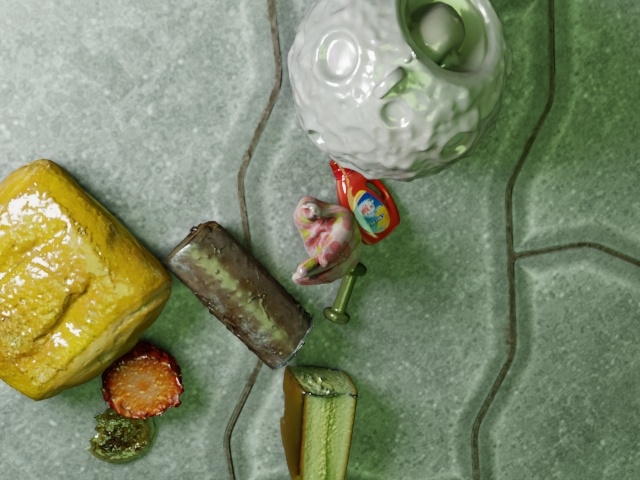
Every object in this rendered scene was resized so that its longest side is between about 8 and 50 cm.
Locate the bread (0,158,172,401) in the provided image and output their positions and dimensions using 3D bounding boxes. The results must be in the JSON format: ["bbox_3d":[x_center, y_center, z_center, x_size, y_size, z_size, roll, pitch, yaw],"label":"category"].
[{"bbox_3d":[-0.444,0.081,1.273,0.328,0.148,0.337,-41,101,2],"label":"bread"}]

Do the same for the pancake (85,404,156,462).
[{"bbox_3d":[-0.358,0.348,1.451,0.116,0.022,0.129,13,107,-15],"label":"pancake"}]

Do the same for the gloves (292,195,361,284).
[{"bbox_3d":[0.012,0.002,1.311,0.126,0.241,0.145,6,105,-13],"label":"gloves"}]

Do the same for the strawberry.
[{"bbox_3d":[-0.310,0.242,1.395,0.145,0.086,0.145,-3,104,-13],"label":"strawberry"}]

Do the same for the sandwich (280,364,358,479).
[{"bbox_3d":[-0.008,0.357,1.475,0.122,0.128,0.235,2,106,-16],"label":"sandwich"}]

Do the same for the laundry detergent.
[{"bbox_3d":[0.073,-0.079,1.403,0.097,0.049,0.165,-39,110,-21],"label":"laundry detergent"}]

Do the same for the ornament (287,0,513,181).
[{"bbox_3d":[0.112,-0.252,1.222,0.337,0.337,0.337,-3,107,-11],"label":"ornament"}]

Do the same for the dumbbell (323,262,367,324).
[{"bbox_3d":[0.044,0.093,1.449,0.052,0.046,0.118,15,102,-21],"label":"dumbbell"}]

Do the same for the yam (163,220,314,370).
[{"bbox_3d":[-0.133,0.091,1.373,0.131,0.131,0.279,-42,107,2],"label":"yam"}]
